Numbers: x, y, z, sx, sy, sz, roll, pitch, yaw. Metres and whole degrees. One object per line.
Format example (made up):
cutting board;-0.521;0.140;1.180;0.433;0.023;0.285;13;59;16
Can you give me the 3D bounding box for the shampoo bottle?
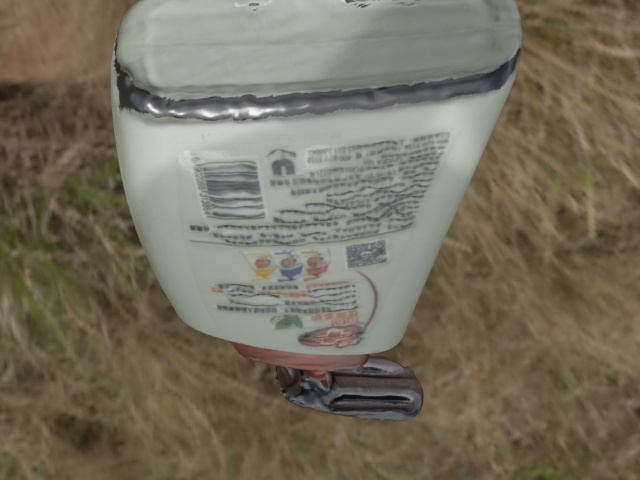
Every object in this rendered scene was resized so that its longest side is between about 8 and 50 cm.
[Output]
shampoo bottle;0.000;0.000;0.719;0.153;0.071;0.284;-3;149;0
